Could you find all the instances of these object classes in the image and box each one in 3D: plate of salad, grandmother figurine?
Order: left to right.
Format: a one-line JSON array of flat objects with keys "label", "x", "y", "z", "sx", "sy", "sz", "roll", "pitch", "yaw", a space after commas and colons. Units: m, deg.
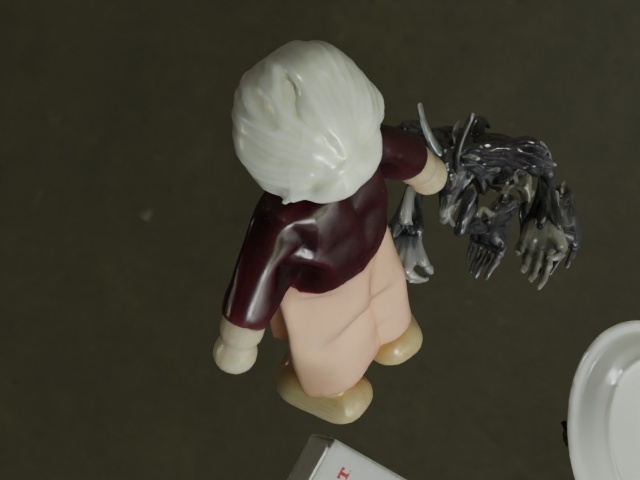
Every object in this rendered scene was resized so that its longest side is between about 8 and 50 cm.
[{"label": "grandmother figurine", "x": 0.000, "y": 0.000, "z": 1.080, "sx": 0.104, "sy": 0.342, "sz": 0.208, "roll": 25, "pitch": 63, "yaw": 20}, {"label": "plate of salad", "x": 0.250, "y": 0.160, "z": 1.268, "sx": 0.048, "sy": 0.199, "sz": 0.200, "roll": -22, "pitch": 59, "yaw": 49}]

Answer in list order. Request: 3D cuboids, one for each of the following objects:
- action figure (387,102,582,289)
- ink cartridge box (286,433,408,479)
[{"label": "action figure", "x": 0.145, "y": -0.025, "z": 1.473, "sx": 0.164, "sy": 0.275, "sz": 0.141, "roll": 5, "pitch": 77, "yaw": 26}, {"label": "ink cartridge box", "x": 0.048, "y": 0.260, "z": 1.334, "sx": 0.190, "sy": 0.082, "sz": 0.140, "roll": 31, "pitch": 82, "yaw": -9}]
